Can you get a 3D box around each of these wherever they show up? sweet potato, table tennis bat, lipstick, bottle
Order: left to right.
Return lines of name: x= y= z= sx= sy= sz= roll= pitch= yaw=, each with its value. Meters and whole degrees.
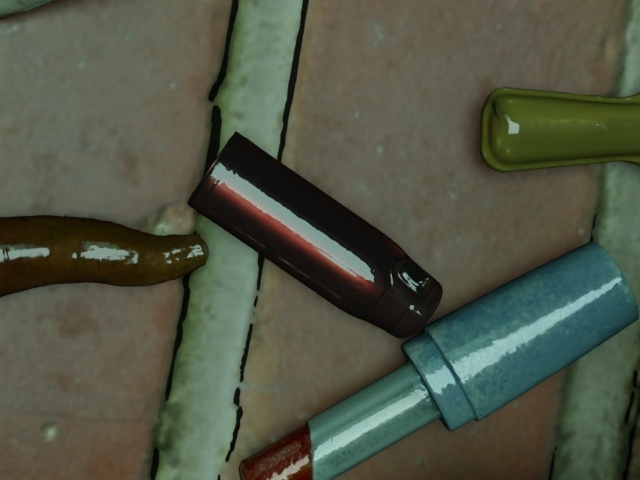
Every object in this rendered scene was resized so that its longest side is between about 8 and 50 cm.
sweet potato: x=-0.202 y=0.013 z=0.875 sx=0.264 sy=0.057 sz=0.057 roll=-8 pitch=92 yaw=-6
bottle: x=0.000 y=0.000 z=0.886 sx=0.164 sy=0.060 sz=0.060 roll=35 pitch=89 yaw=-5
lipstick: x=0.067 y=0.092 z=0.891 sx=0.274 sy=0.061 sz=0.068 roll=-29 pitch=95 yaw=-3
table tennis bat: x=0.258 y=-0.071 z=0.915 sx=0.321 sy=0.050 sz=0.198 roll=-1 pitch=93 yaw=-8

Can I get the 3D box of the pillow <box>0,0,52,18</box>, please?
pillow: x=-0.187 y=-0.256 z=0.865 sx=0.128 sy=0.051 sz=0.229 roll=-11 pitch=93 yaw=17
